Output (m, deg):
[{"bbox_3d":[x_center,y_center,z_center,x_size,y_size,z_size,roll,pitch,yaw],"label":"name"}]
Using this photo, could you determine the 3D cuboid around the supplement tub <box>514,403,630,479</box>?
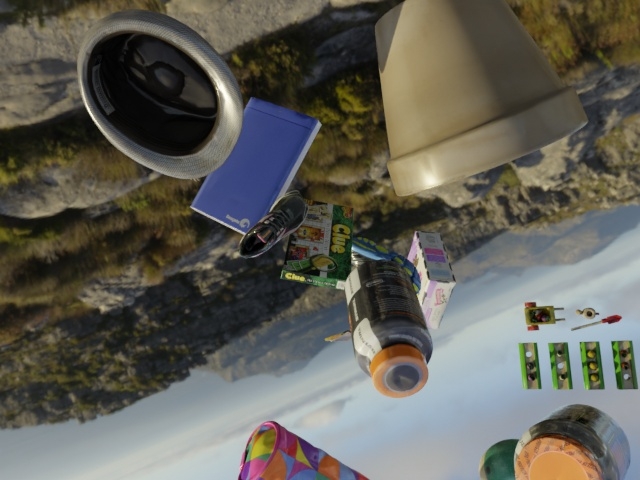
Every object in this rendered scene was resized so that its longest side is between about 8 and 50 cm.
[{"bbox_3d":[0.521,0.455,1.140,0.193,0.194,0.316,-31,157,28],"label":"supplement tub"}]

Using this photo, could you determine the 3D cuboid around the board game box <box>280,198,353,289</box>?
[{"bbox_3d":[0.000,0.000,1.155,0.136,0.260,0.030,12,127,-5],"label":"board game box"}]

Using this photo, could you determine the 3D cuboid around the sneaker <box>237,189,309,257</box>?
[{"bbox_3d":[-0.094,-0.021,1.089,0.178,0.072,0.077,-46,-175,14],"label":"sneaker"}]

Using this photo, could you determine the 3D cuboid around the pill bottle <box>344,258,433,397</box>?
[{"bbox_3d":[0.114,0.147,0.932,0.130,0.131,0.246,-26,-152,11],"label":"pill bottle"}]

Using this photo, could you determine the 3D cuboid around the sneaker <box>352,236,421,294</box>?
[{"bbox_3d":[0.135,0.062,1.193,0.067,0.188,0.078,-38,152,-48],"label":"sneaker"}]

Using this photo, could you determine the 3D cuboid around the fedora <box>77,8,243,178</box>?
[{"bbox_3d":[-0.242,-0.243,0.888,0.244,0.275,0.124,-59,-172,31],"label":"fedora"}]

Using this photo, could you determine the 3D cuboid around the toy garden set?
[{"bbox_3d":[0.585,0.239,1.265,0.244,0.204,0.049,-5,170,16],"label":"toy garden set"}]

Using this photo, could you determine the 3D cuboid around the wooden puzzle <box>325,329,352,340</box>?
[{"bbox_3d":[0.070,0.251,1.453,0.078,0.014,0.116,-26,155,29],"label":"wooden puzzle"}]

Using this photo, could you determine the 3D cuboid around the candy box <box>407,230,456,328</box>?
[{"bbox_3d":[0.273,0.100,1.411,0.070,0.196,0.165,5,127,-6],"label":"candy box"}]

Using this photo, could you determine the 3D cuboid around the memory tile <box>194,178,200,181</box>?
[{"bbox_3d":[-0.302,-0.200,1.188,0.012,0.148,0.113,-20,179,4],"label":"memory tile"}]

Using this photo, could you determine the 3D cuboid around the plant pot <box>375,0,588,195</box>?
[{"bbox_3d":[0.229,-0.261,0.908,0.322,0.281,0.323,-22,-173,3],"label":"plant pot"}]

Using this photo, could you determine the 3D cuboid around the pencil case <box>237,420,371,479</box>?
[{"bbox_3d":[-0.011,0.357,0.798,0.104,0.236,0.104,-40,-157,20],"label":"pencil case"}]

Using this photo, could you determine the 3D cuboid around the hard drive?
[{"bbox_3d":[-0.159,-0.180,1.338,0.319,0.210,0.040,-62,153,-6],"label":"hard drive"}]

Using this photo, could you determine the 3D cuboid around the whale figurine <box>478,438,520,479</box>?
[{"bbox_3d":[0.493,0.602,1.301,0.216,0.272,0.141,10,132,-21],"label":"whale figurine"}]
